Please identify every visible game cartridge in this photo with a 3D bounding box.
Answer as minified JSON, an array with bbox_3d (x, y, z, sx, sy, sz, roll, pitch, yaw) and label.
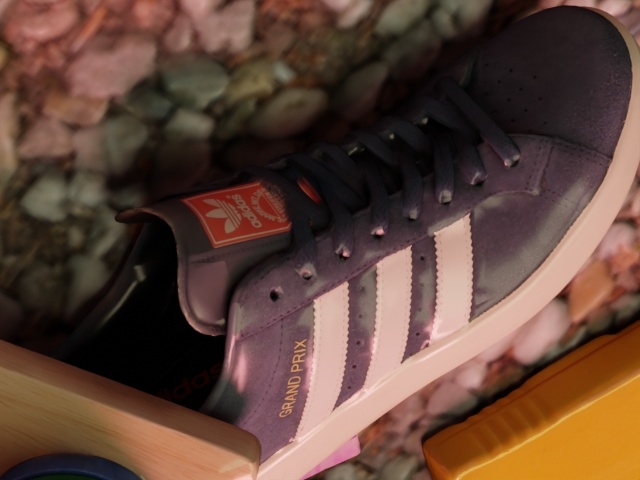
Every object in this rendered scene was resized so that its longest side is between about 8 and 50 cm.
[{"bbox_3d":[0.237,0.150,1.112,0.323,0.053,0.285,-27,130,-10],"label":"game cartridge"}]

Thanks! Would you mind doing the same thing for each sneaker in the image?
[{"bbox_3d":[0.000,0.000,0.810,0.350,0.131,0.148,-44,136,2],"label":"sneaker"}]

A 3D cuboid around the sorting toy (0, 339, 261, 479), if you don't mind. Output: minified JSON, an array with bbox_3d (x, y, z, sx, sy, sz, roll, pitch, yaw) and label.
[{"bbox_3d":[-0.190,0.167,0.757,0.257,0.089,0.255,21,111,-6],"label":"sorting toy"}]

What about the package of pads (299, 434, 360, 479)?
[{"bbox_3d":[-0.009,0.086,0.928,0.050,0.032,0.083,-23,129,-15],"label":"package of pads"}]
